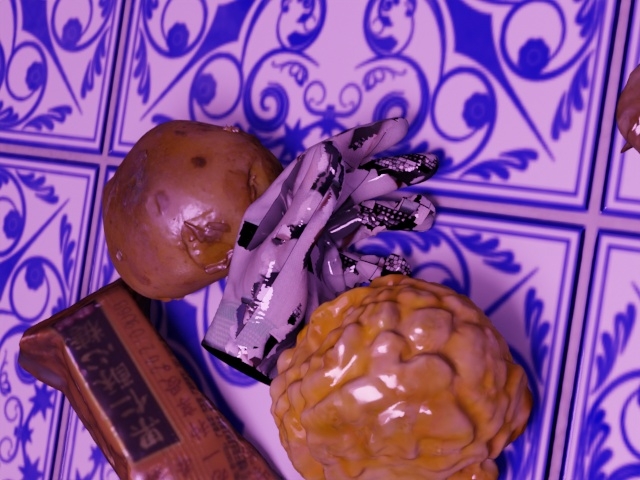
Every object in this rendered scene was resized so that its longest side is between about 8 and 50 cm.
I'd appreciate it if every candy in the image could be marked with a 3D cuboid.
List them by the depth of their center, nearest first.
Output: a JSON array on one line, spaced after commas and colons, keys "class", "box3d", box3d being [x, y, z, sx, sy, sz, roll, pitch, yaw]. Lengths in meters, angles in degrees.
[{"class": "candy", "box3d": [-0.135, 0.149, 1.360, 0.271, 0.143, 0.101, 52, 159, 30]}]

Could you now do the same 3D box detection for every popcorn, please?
[{"class": "popcorn", "box3d": [0.054, 0.109, 1.182, 0.180, 0.170, 0.180, 0, 91, 18]}]

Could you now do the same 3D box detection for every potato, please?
[{"class": "potato", "box3d": [-0.106, -0.024, 1.355, 0.176, 0.137, 0.137, -29, 67, 37]}]

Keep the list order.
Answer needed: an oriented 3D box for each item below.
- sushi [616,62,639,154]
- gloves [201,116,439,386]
[{"class": "sushi", "box3d": [0.281, -0.094, 0.970, 0.225, 0.218, 0.238, 34, 107, 34]}, {"class": "gloves", "box3d": [-0.004, 0.000, 1.264, 0.111, 0.127, 0.212, 14, 73, 52]}]
